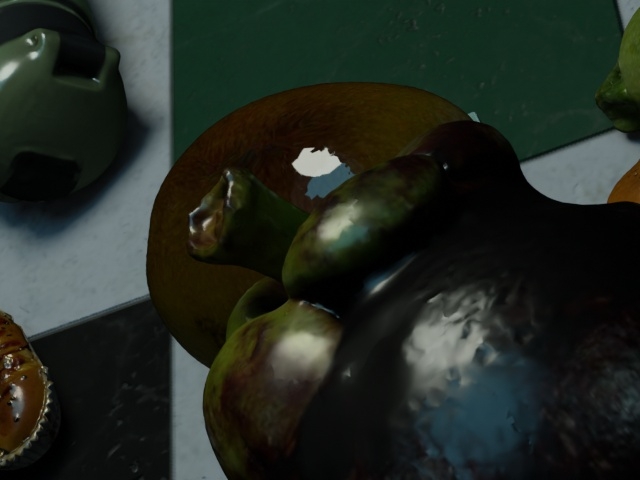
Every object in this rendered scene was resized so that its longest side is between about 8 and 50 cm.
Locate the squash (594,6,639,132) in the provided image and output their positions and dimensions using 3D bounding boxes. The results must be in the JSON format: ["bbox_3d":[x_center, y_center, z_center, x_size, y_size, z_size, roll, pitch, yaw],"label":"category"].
[{"bbox_3d":[0.234,-0.125,0.988,0.137,0.137,0.287,-44,9,-6],"label":"squash"}]

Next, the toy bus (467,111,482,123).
[{"bbox_3d":[0.107,-0.048,1.122,0.031,0.037,0.083,-29,45,9],"label":"toy bus"}]

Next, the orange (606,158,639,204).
[{"bbox_3d":[0.224,0.001,0.954,0.136,0.117,0.135,5,19,-2],"label":"orange"}]

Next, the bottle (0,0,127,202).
[{"bbox_3d":[-0.264,-0.174,1.369,0.168,0.168,0.347,-35,50,4],"label":"bottle"}]

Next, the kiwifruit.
[{"bbox_3d":[0.000,0.000,1.047,0.234,0.196,0.196,-10,52,30],"label":"kiwifruit"}]

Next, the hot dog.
[{"bbox_3d":[-0.246,0.100,1.216,0.099,0.053,0.192,-47,43,-3],"label":"hot dog"}]

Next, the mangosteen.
[{"bbox_3d":[0.097,0.093,0.843,0.297,0.297,0.313,-21,58,16],"label":"mangosteen"}]
